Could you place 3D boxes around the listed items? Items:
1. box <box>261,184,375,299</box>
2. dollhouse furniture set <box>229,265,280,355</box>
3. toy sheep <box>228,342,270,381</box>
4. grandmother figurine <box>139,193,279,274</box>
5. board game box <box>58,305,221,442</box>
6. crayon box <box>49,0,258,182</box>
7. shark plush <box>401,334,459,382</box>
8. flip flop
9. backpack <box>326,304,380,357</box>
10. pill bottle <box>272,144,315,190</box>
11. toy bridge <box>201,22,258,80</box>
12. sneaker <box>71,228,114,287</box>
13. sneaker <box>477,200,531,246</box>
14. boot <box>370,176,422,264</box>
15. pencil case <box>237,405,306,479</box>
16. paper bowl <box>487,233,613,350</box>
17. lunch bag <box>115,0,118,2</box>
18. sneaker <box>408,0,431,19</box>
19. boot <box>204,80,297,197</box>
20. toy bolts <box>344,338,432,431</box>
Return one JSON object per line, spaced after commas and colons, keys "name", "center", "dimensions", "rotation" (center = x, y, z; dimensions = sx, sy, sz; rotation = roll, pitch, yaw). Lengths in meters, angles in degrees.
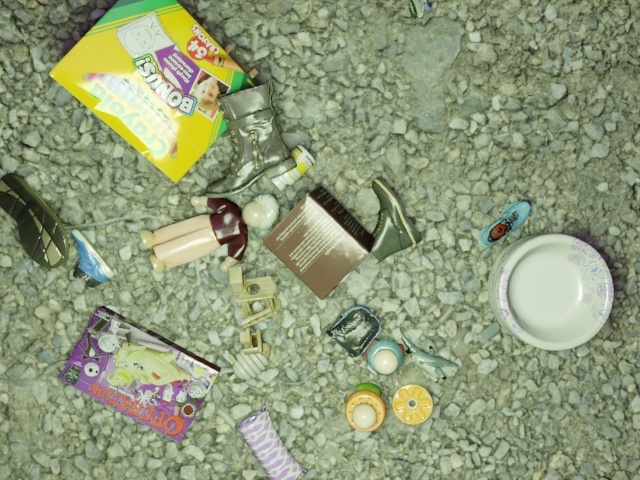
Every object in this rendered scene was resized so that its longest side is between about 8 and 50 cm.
{"name": "box", "center": [0.000, 0.000, 1.350], "dimensions": [0.203, 0.167, 0.168], "rotation": [45, 105, -2]}
{"name": "dollhouse furniture set", "center": [-0.148, 0.169, 1.327], "dimensions": [0.101, 0.182, 0.160], "rotation": [-8, 61, -2]}
{"name": "toy sheep", "center": [-0.180, 0.307, 1.401], "dimensions": [0.132, 0.091, 0.091], "rotation": [-41, 91, -6]}
{"name": "grandmother figurine", "center": [-0.262, -0.022, 1.394], "dimensions": [0.343, 0.104, 0.207], "rotation": [-23, 99, 0]}
{"name": "board game box", "center": [-0.455, 0.338, 1.410], "dimensions": [0.347, 0.056, 0.208], "rotation": [28, 93, -2]}
{"name": "crayon box", "center": [-0.379, -0.375, 1.318], "dimensions": [0.313, 0.106, 0.363], "rotation": [-48, 117, -3]}
{"name": "shark plush", "center": [0.278, 0.307, 1.450], "dimensions": [0.161, 0.073, 0.067], "rotation": [33, 68, 18]}
{"name": "flip flop", "center": [-0.711, -0.051, 1.392], "dimensions": [0.112, 0.080, 0.277], "rotation": [-43, 76, 3]}
{"name": "backpack", "center": [0.089, 0.223, 1.411], "dimensions": [0.105, 0.084, 0.114], "rotation": [43, 92, 0]}
{"name": "pill bottle", "center": [-0.075, -0.183, 1.417], "dimensions": [0.116, 0.065, 0.065], "rotation": [-43, 91, -2]}
{"name": "toy bridge", "center": [-0.234, -0.475, 1.413], "dimensions": [0.188, 0.063, 0.026], "rotation": [42, 88, -3]}
{"name": "sneaker", "center": [-0.599, 0.050, 1.398], "dimensions": [0.085, 0.058, 0.152], "rotation": [-37, 98, -10]}
{"name": "sneaker", "center": [0.484, -0.040, 1.434], "dimensions": [0.162, 0.073, 0.063], "rotation": [-42, 91, -2]}
{"name": "boot", "center": [0.152, -0.048, 1.425], "dimensions": [0.137, 0.077, 0.197], "rotation": [-32, 90, 3]}
{"name": "pencil case", "center": [-0.127, 0.524, 1.406], "dimensions": [0.088, 0.086, 0.206], "rotation": [-32, 93, -26]}
{"name": "paper bowl", "center": [0.564, 0.125, 1.399], "dimensions": [0.284, 0.148, 0.284], "rotation": [0, 90, -3]}
{"name": "lunch bag", "center": [-0.468, -0.618, 1.402], "dimensions": [0.099, 0.067, 0.065], "rotation": [-22, 88, -1]}
{"name": "sneaker", "center": [0.249, -0.648, 1.446], "dimensions": [0.058, 0.052, 0.135], "rotation": [-21, 98, -12]}
{"name": "boot", "center": [-0.197, -0.240, 1.339], "dimensions": [0.263, 0.091, 0.228], "rotation": [-22, 103, 6]}
{"name": "toy bolts", "center": [0.175, 0.362, 1.366], "dimensions": [0.218, 0.158, 0.228], "rotation": [6, 89, 6]}
